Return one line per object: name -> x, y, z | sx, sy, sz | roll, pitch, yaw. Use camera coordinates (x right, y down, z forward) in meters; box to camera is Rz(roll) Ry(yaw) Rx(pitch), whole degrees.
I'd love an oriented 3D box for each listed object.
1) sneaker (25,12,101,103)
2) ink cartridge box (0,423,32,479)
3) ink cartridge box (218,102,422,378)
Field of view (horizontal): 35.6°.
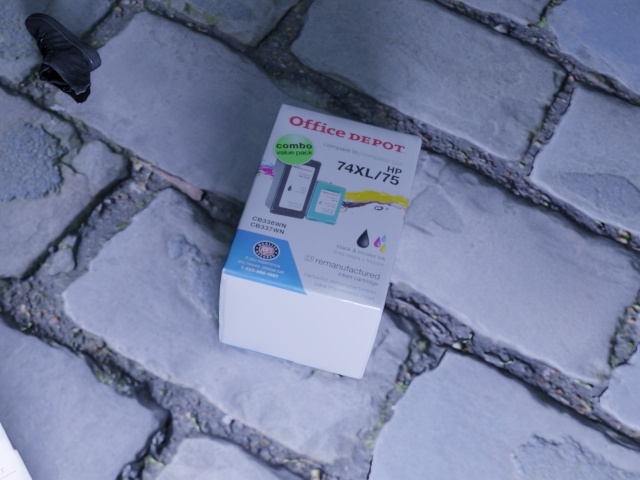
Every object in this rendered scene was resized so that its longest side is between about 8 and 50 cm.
sneaker -> -0.404, -0.279, 1.521 | 0.170, 0.051, 0.089 | 33, 56, 11
ink cartridge box -> -0.366, 0.289, 1.084 | 0.115, 0.198, 0.067 | -27, 22, -21
ink cartridge box -> 0.000, 0.000, 1.300 | 0.198, 0.197, 0.270 | 14, 57, 2
